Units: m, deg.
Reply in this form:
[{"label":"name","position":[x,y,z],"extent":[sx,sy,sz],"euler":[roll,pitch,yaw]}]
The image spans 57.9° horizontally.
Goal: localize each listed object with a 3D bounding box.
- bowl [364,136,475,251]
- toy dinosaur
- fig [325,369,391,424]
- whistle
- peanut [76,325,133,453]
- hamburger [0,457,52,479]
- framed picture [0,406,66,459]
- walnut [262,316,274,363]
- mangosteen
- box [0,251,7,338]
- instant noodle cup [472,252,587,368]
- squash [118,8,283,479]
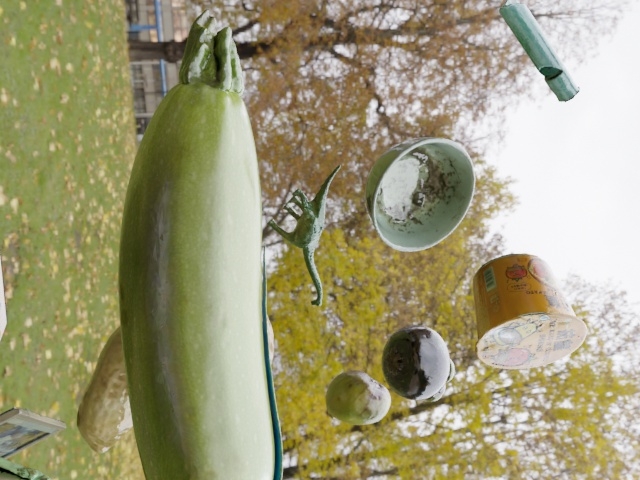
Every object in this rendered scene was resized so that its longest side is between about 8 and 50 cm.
[{"label":"bowl","position":[0.219,-0.131,1.424],"extent":[0.146,0.289,0.289],"euler":[-135,-139,-54]},{"label":"toy dinosaur","position":[0.000,0.000,1.679],"extent":[0.301,0.087,0.447],"euler":[46,-48,-1]},{"label":"fig","position":[0.087,0.365,1.343],"extent":[0.153,0.136,0.120],"euler":[3,-100,36]},{"label":"whistle","position":[0.334,-0.291,0.883],"extent":[0.186,0.039,0.039],"euler":[45,-6,-23]},{"label":"peanut","position":[-0.373,0.274,1.089],"extent":[0.137,0.122,0.253],"euler":[136,-25,-74]},{"label":"hamburger","position":[-0.486,0.425,0.809],"extent":[0.125,0.214,0.235],"euler":[52,44,-34]},{"label":"framed picture","position":[-0.725,0.451,1.287],"extent":[0.024,0.232,0.315],"euler":[59,-16,18]},{"label":"walnut","position":[-0.203,0.190,1.012],"extent":[0.224,0.257,0.257],"euler":[106,-28,-64]},{"label":"mangosteen","position":[0.294,0.366,1.723],"extent":[0.243,0.243,0.243],"euler":[173,-90,-71]},{"label":"box","position":[-0.261,0.041,0.412],"extent":[0.129,0.033,0.247],"euler":[-100,-157,-47]},{"label":"instant noodle cup","position":[0.411,0.142,1.193],"extent":[0.215,0.216,0.172],"euler":[105,-13,-48]},{"label":"squash","position":[-0.081,0.018,0.366],"extent":[0.094,0.094,0.341],"euler":[156,-69,-70]}]
